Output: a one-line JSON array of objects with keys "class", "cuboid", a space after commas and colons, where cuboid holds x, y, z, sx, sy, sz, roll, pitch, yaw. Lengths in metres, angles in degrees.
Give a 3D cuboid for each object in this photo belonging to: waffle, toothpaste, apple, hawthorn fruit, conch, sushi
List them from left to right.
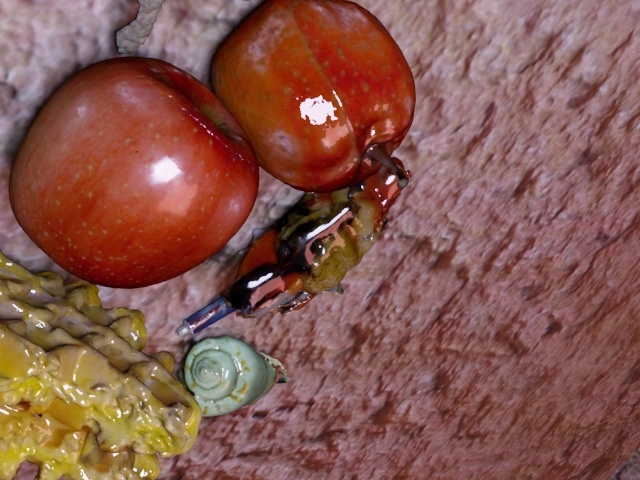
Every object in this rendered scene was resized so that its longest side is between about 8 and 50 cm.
[{"class": "waffle", "cuboid": [-0.258, 0.124, 0.961, 0.324, 0.261, 0.151, 10, 117, -55]}, {"class": "apple", "cuboid": [-0.140, -0.049, 0.933, 0.168, 0.181, 0.181, -49, 148, 8]}, {"class": "toothpaste", "cuboid": [-0.114, 0.076, 1.284, 0.083, 0.019, 0.027, -31, 124, -15]}, {"class": "conch", "cuboid": [-0.102, 0.158, 1.358, 0.106, 0.079, 0.170, -29, 158, 13]}, {"class": "sushi", "cuboid": [-0.001, -0.001, 1.234, 0.226, 0.103, 0.097, -38, 122, 4]}, {"class": "hawthorn fruit", "cuboid": [0.008, -0.109, 1.005, 0.157, 0.194, 0.157, -35, 159, -15]}]

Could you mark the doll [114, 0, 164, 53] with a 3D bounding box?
[{"class": "doll", "cuboid": [-0.136, -0.220, 0.824, 0.286, 0.091, 0.202, 16, 111, -43]}]
